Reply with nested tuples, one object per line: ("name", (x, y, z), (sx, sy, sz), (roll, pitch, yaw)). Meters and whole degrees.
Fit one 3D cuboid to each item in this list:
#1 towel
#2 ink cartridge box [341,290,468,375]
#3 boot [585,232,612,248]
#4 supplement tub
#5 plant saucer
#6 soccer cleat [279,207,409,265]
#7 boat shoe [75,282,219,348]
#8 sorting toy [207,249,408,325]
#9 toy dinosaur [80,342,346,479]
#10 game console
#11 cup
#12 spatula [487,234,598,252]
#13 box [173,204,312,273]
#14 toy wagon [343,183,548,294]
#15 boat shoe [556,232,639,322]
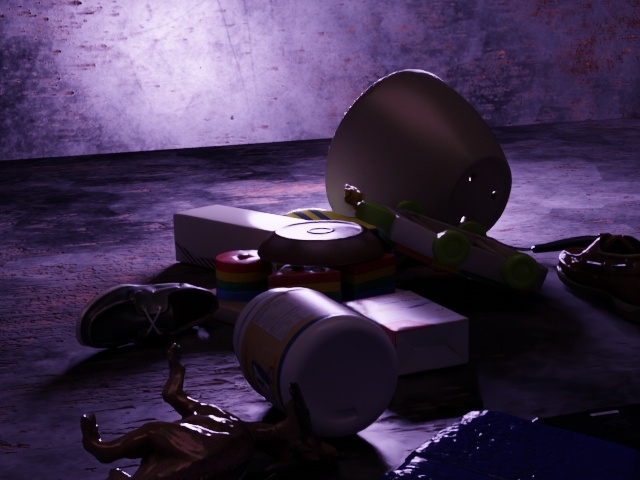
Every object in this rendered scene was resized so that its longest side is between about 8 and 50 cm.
("towel", (0.171, 0.252, 1.120), (0.227, 0.076, 0.308), (13, 18, 27))
("ink cartridge box", (0.104, 0.120, 1.691), (0.115, 0.067, 0.198), (-8, 14, -24))
("boot", (0.528, 0.020, 2.147), (0.114, 0.037, 0.106), (5, 27, 41))
("supplement tub", (-0.012, 0.137, 1.459), (0.144, 0.144, 0.199), (-7, 14, -24))
("plant saucer", (0.000, 0.000, 1.900), (0.198, 0.036, 0.198), (-1, 12, 0))
("soccer cleat", (0.019, 0.000, 2.176), (0.289, 0.093, 0.121), (3, 16, 19))
("boat shoe", (-0.247, 0.105, 1.768), (0.079, 0.084, 0.233), (9, 14, 40))
("sorting toy", (-0.032, 0.064, 1.907), (0.255, 0.089, 0.257), (-13, 17, -40))
("toy dinosaur", (-0.108, 0.212, 1.218), (0.200, 0.127, 0.295), (12, 23, 24))
("game console", (0.395, 0.200, 1.369), (0.361, 0.044, 0.213), (-5, 12, -18))
("cup", (0.208, -0.119, 2.258), (0.331, 0.331, 0.237), (-11, 31, -37))
("spatula", (0.354, 0.008, 2.190), (0.296, 0.030, 0.084), (-2, 10, 18))
("box", (-0.131, 0.004, 2.172), (0.113, 0.094, 0.275), (-13, 17, -43))
("toy wagon", (0.188, -0.003, 1.967), (0.344, 0.068, 0.267), (18, 8, -14))
("boat shoe", (0.466, 0.038, 1.923), (0.110, 0.105, 0.307), (-6, 13, -17))
